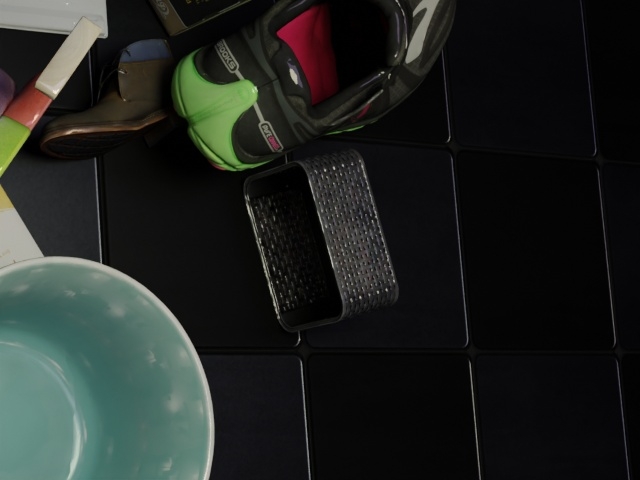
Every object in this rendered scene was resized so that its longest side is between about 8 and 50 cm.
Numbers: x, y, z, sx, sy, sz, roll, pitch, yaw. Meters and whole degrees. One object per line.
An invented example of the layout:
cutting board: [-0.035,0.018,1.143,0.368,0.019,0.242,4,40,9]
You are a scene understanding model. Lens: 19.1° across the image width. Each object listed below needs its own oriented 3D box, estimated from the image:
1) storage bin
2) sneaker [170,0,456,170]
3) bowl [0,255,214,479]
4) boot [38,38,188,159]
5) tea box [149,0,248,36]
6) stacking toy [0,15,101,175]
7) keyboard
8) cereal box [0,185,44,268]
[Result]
storage bin: [0.000,0.000,2.090,0.084,0.122,0.180,-14,89,-38]
sneaker: [0.041,-0.211,2.094,0.483,0.202,0.185,-40,105,-49]
bowl: [-0.270,0.177,1.762,0.311,0.163,0.312,5,81,-35]
boot: [-0.220,-0.150,1.993,0.219,0.082,0.106,-12,77,-48]
tea box: [-0.088,-0.435,1.990,0.220,0.323,0.329,-38,104,-36]
stacking toy: [-0.346,-0.086,1.705,0.130,0.279,0.309,34,52,-9]
keyboard: [-0.332,-0.255,1.966,0.256,0.014,0.072,2,74,-37]
cereal box: [-0.333,0.074,1.866,0.173,0.047,0.240,-39,104,-35]
